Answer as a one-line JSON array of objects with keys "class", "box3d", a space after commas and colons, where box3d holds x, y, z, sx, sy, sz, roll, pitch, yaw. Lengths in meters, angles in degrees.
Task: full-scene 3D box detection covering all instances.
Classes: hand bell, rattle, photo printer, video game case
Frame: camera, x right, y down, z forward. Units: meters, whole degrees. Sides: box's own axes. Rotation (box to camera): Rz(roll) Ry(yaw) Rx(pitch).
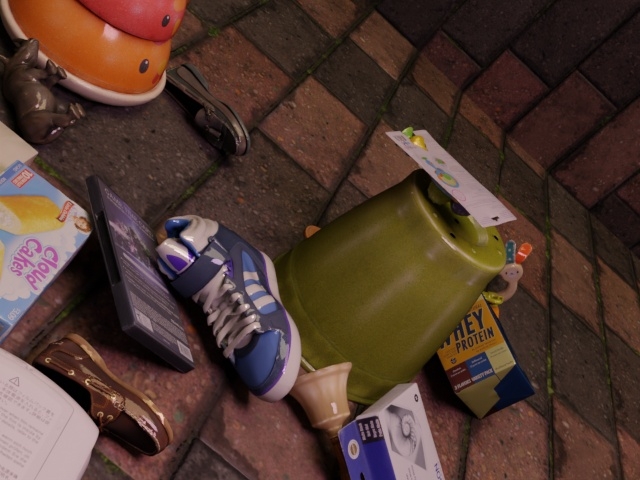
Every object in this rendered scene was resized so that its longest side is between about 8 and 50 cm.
[{"class": "hand bell", "box3d": [0.031, 0.335, 1.259, 0.126, 0.126, 0.242, 0, 66, -51]}, {"class": "rattle", "box3d": [0.461, 0.109, 1.940, 0.130, 0.199, 0.143, 43, 30, -4]}, {"class": "photo printer", "box3d": [-0.389, 0.241, 0.811, 0.256, 0.107, 0.308, 37, 30, -15]}, {"class": "video game case", "box3d": [-0.275, 0.052, 1.174, 0.274, 0.026, 0.196, 65, 4, 32]}]

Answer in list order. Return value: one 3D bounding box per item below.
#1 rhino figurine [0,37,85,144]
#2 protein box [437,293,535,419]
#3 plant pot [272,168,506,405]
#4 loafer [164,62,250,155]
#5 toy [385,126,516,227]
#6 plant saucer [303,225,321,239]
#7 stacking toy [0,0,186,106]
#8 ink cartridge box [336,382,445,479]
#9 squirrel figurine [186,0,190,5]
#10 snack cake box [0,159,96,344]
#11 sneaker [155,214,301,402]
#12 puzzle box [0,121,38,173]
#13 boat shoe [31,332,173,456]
[{"class": "rhino figurine", "box3d": [-0.490, -0.264, 1.316, 0.243, 0.106, 0.073, 59, 2, 24]}, {"class": "protein box", "box3d": [0.332, 0.235, 1.625, 0.200, 0.136, 0.201, 47, 18, -52]}, {"class": "plant pot", "box3d": [0.145, 0.062, 1.453, 0.366, 0.353, 0.367, 32, 32, -23]}, {"class": "loafer", "box3d": [-0.254, -0.272, 1.648, 0.084, 0.096, 0.267, -22, 62, -37]}, {"class": "toy", "box3d": [0.214, -0.097, 1.323, 0.137, 0.056, 0.237, -12, 57, -51]}, {"class": "plant saucer", "box3d": [0.000, 0.000, 1.687, 0.083, 0.013, 0.083, 31, 33, -23]}, {"class": "stacking toy", "box3d": [-0.342, -0.520, 1.427, 0.350, 0.480, 0.351, 31, 33, -23]}, {"class": "ink cartridge box", "box3d": [0.128, 0.375, 1.272, 0.224, 0.045, 0.223, -20, 94, -57]}, {"class": "squirrel figurine", "box3d": [-0.463, -0.660, 1.713, 0.397, 0.281, 0.371, -22, 82, -56]}, {"class": "snack cake box", "box3d": [-0.432, 0.019, 1.048, 0.152, 0.089, 0.264, 38, 31, -12]}, {"class": "sneaker", "box3d": [-0.169, 0.094, 1.226, 0.236, 0.130, 0.323, 30, 29, -37]}, {"class": "puzzle box", "box3d": [-0.604, -0.117, 1.037, 0.272, 0.052, 0.409, 41, 30, -7]}, {"class": "boat shoe", "box3d": [-0.289, 0.214, 1.011, 0.207, 0.073, 0.073, 40, 31, 4]}]
